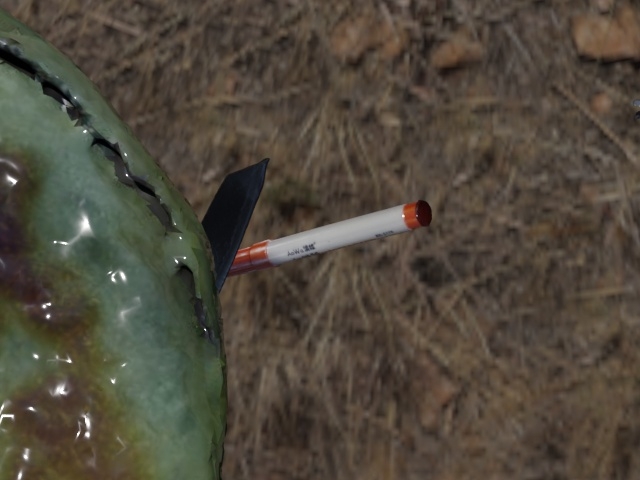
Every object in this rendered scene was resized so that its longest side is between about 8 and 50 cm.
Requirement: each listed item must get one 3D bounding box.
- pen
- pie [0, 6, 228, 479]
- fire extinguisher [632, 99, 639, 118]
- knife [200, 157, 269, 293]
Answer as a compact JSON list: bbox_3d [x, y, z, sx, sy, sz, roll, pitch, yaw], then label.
[{"bbox_3d":[0.000,0.000,1.646,0.239,0.028,0.028,-15,121,35],"label":"pen"},{"bbox_3d":[-0.133,0.048,0.382,0.240,0.054,0.240,1,87,-11],"label":"pie"},{"bbox_3d":[0.287,-0.074,1.389,0.064,0.043,0.158,-1,158,17],"label":"fire extinguisher"},{"bbox_3d":[-0.091,0.043,1.204,0.028,0.060,0.230,22,101,-41],"label":"knife"}]
